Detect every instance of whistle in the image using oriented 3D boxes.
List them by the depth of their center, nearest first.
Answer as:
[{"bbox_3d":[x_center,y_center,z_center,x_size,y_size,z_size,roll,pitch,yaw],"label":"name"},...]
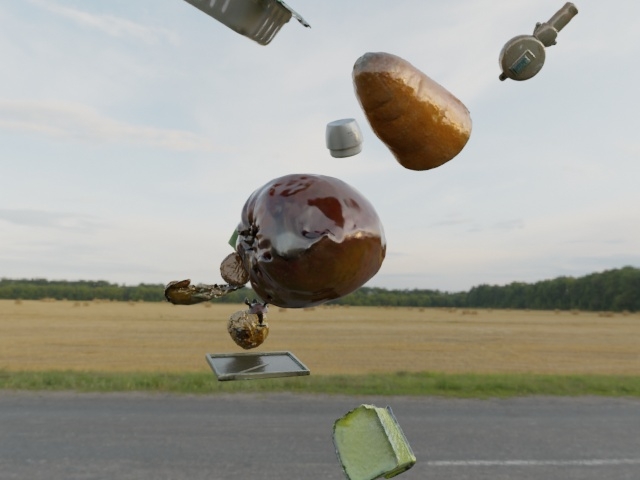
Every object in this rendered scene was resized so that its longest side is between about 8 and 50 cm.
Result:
[{"bbox_3d":[0.508,-0.460,1.245,0.107,0.220,0.057,39,19,-16],"label":"whistle"}]

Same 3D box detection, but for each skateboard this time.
[{"bbox_3d":[-0.169,0.201,1.481,0.067,0.080,0.151,-3,-10,-1],"label":"skateboard"}]

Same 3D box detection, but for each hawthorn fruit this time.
[{"bbox_3d":[-0.017,0.005,1.136,0.325,0.307,0.308,20,-13,-17],"label":"hawthorn fruit"}]

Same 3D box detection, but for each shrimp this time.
[{"bbox_3d":[-0.375,0.164,1.723,0.262,0.066,0.117,-12,-33,-5],"label":"shrimp"}]

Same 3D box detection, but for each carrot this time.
[{"bbox_3d":[0.143,-0.245,0.922,0.159,0.159,0.225,-5,-31,41],"label":"carrot"}]

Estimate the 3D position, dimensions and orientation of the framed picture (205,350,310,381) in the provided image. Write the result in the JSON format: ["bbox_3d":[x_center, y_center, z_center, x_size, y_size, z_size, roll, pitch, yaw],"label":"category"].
[{"bbox_3d":[-0.178,0.344,1.482,0.260,0.023,0.189,2,6,-23],"label":"framed picture"}]

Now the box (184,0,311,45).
[{"bbox_3d":[-0.213,-0.534,1.159,0.337,0.106,0.264,34,16,11],"label":"box"}]

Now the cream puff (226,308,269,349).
[{"bbox_3d":[-0.224,0.266,1.604,0.133,0.119,0.104,22,32,11],"label":"cream puff"}]

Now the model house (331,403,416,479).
[{"bbox_3d":[0.160,0.584,1.527,0.170,0.193,0.211,-38,-31,15],"label":"model house"}]

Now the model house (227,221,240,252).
[{"bbox_3d":[-0.180,0.019,1.576,0.127,0.148,0.100,-13,-33,-43],"label":"model house"}]

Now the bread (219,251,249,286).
[{"bbox_3d":[-0.198,0.067,1.255,0.085,0.084,0.053,2,-10,-10],"label":"bread"}]

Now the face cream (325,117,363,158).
[{"bbox_3d":[0.072,-0.311,1.615,0.117,0.104,0.117,-10,24,4],"label":"face cream"}]
